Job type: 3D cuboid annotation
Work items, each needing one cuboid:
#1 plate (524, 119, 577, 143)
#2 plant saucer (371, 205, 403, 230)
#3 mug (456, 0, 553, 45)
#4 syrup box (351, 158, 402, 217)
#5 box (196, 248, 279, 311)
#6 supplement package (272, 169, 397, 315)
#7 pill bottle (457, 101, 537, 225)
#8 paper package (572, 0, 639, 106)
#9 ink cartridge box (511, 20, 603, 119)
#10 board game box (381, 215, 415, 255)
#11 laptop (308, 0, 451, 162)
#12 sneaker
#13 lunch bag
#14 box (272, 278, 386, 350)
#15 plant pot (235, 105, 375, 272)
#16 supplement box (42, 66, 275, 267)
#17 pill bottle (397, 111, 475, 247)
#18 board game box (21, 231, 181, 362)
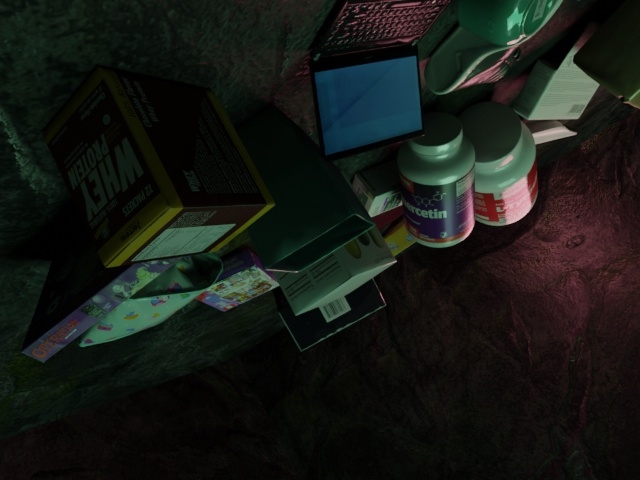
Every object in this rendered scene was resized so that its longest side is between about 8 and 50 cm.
[{"bbox_3d":[0.631,-0.327,1.833,0.278,0.045,0.277,-9,179,32],"label":"plate"},{"bbox_3d":[0.152,-0.093,1.791,0.332,0.084,0.332,-27,168,-6],"label":"plant saucer"},{"bbox_3d":[0.272,-0.355,0.850,0.129,0.097,0.158,-58,152,13],"label":"mug"},{"bbox_3d":[0.197,-0.151,1.585,0.237,0.096,0.093,-23,151,-29],"label":"syrup box"},{"bbox_3d":[-0.249,0.122,1.721,0.201,0.057,0.293,-25,162,2],"label":"box"},{"bbox_3d":[0.000,0.000,1.388,0.198,0.262,0.199,-38,166,36],"label":"supplement package"},{"bbox_3d":[0.479,-0.208,1.631,0.229,0.229,0.408,-31,154,9],"label":"pill bottle"},{"bbox_3d":[0.770,-0.468,1.314,0.310,0.168,0.325,-11,146,-54],"label":"paper package"},{"bbox_3d":[0.647,-0.436,1.504,0.296,0.066,0.261,-12,137,-43],"label":"ink cartridge box"},{"bbox_3d":[0.280,-0.045,1.895,0.242,0.064,0.316,-45,-179,-30],"label":"board game box"},{"bbox_3d":[0.116,-0.263,0.875,0.234,0.136,0.264,-21,166,-35],"label":"laptop"},{"bbox_3d":[0.323,-0.366,1.028,0.147,0.104,0.296,-22,172,-36],"label":"sneaker"},{"bbox_3d":[-0.359,0.097,1.227,0.262,0.160,0.223,-5,153,-50],"label":"lunch bag"},{"bbox_3d":[0.016,0.193,2.140,0.343,0.178,0.312,-28,-163,-2],"label":"box"},{"bbox_3d":[-0.051,-0.088,0.976,0.166,0.234,0.165,-33,167,11],"label":"plant pot"},{"bbox_3d":[-0.198,-0.088,0.742,0.129,0.191,0.194,-36,167,28],"label":"supplement box"},{"bbox_3d":[0.283,-0.144,1.433,0.182,0.181,0.323,-27,137,-10],"label":"pill bottle"},{"bbox_3d":[-0.331,0.027,0.934,0.347,0.208,0.056,-35,131,21],"label":"board game box"}]
